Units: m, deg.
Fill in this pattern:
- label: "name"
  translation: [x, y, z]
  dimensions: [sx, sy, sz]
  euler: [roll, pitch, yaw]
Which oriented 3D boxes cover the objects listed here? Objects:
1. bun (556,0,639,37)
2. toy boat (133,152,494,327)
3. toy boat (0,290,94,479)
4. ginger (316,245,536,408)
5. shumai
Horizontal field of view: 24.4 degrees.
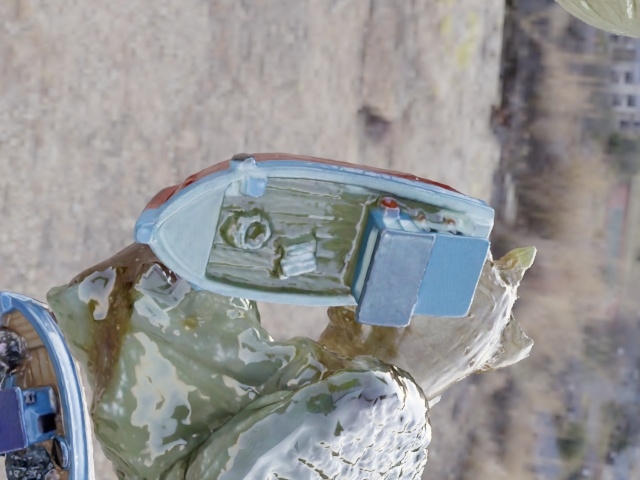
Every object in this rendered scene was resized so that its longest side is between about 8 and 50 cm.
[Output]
- label: "bun"
  translation: [0.245, -0.202, 0.962]
  dimensions: [0.220, 0.220, 0.134]
  euler: [-22, 104, -58]
- label: "toy boat"
  translation: [0.000, 0.000, 0.661]
  dimensions: [0.059, 0.172, 0.069]
  euler: [-114, -143, -60]
- label: "toy boat"
  translation: [-0.283, 0.158, 1.420]
  dimensions: [0.097, 0.100, 0.223]
  euler: [-3, 79, -57]
- label: "ginger"
  translation: [0.082, 0.070, 1.152]
  dimensions: [0.216, 0.102, 0.157]
  euler: [-34, 133, -1]
- label: "shumai"
  translation: [-0.061, 0.122, 0.923]
  dimensions: [0.222, 0.203, 0.272]
  euler: [-24, 138, -38]
